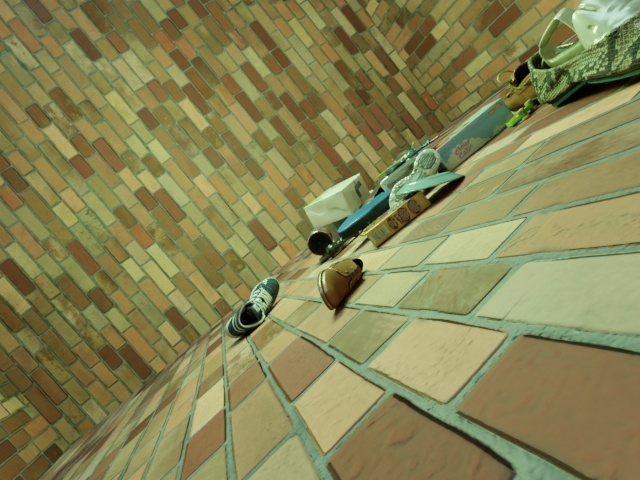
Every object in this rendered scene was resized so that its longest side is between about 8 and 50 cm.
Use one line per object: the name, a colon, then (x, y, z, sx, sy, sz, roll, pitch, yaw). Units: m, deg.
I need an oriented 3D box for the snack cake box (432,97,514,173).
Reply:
snack cake box: (0.495, -0.344, 1.363, 0.264, 0.089, 0.152, -39, 6, 5)

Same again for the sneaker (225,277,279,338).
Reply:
sneaker: (-0.222, 0.229, 1.475, 0.282, 0.099, 0.153, -51, 5, -35)

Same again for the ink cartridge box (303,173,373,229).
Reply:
ink cartridge box: (0.094, -0.193, 1.862, 0.207, 0.119, 0.353, -23, 12, 30)

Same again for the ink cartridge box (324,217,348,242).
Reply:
ink cartridge box: (0.088, -0.062, 1.888, 0.056, 0.099, 0.135, -36, 4, 37)

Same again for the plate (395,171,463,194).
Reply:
plate: (0.297, -0.162, 1.119, 0.188, 0.024, 0.188, -16, 7, 2)

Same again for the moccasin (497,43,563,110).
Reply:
moccasin: (0.635, -0.486, 1.224, 0.139, 0.147, 0.380, -39, 4, 11)

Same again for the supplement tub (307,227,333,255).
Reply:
supplement tub: (0.000, 0.000, 1.693, 0.106, 0.106, 0.198, -39, 4, 5)

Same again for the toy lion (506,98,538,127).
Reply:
toy lion: (0.592, -0.371, 1.213, 0.100, 0.034, 0.096, -42, -2, -31)

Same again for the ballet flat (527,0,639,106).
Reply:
ballet flat: (0.539, -0.391, 0.804, 0.164, 0.182, 0.483, -38, 4, 9)

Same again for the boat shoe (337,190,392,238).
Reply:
boat shoe: (0.174, -0.073, 1.361, 0.258, 0.089, 0.109, -36, 15, -19)

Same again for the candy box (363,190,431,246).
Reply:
candy box: (0.209, -0.063, 1.125, 0.186, 0.053, 0.109, -40, 3, 7)

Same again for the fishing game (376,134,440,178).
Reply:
fishing game: (0.295, -0.296, 1.412, 0.264, 0.041, 0.189, -35, 1, -35)

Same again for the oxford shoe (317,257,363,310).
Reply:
oxford shoe: (0.049, 0.081, 0.882, 0.076, 0.076, 0.212, -26, 9, 22)

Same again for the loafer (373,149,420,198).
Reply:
loafer: (0.330, -0.245, 1.697, 0.130, 0.134, 0.366, -61, 3, -21)

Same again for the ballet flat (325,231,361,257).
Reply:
ballet flat: (0.093, 0.006, 1.569, 0.173, 0.049, 0.057, -34, -2, -19)

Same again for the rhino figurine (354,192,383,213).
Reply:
rhino figurine: (0.211, -0.137, 1.795, 0.106, 0.073, 0.243, -38, 2, -15)

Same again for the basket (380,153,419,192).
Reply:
basket: (0.317, -0.217, 1.448, 0.167, 0.113, 0.103, -37, 1, 26)

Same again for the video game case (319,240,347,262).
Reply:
video game case: (0.076, 0.019, 1.689, 0.143, 0.019, 0.157, -37, 6, 41)

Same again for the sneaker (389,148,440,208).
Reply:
sneaker: (0.316, -0.177, 1.320, 0.232, 0.090, 0.115, -51, -28, 3)
